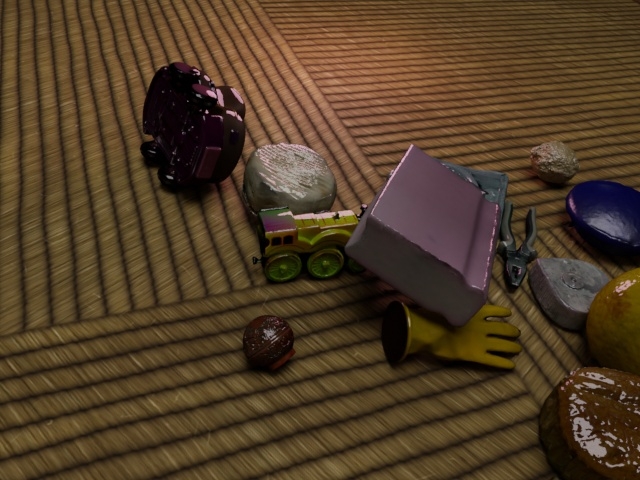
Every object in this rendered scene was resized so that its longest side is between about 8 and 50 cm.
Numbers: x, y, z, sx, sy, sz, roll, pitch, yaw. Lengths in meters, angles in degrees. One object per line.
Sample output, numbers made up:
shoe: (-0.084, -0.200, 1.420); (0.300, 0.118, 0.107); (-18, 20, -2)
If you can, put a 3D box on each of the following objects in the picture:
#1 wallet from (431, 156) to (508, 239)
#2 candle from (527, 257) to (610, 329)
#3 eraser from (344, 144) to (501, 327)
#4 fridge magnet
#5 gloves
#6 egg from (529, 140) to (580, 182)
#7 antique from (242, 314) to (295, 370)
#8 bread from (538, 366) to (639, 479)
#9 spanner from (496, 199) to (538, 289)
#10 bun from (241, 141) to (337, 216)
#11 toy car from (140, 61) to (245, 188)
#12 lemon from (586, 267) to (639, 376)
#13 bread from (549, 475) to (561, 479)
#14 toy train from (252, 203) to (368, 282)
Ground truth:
wallet: (0.356, -0.103, 1.489); (0.237, 0.075, 0.342); (16, 43, 11)
candle: (0.554, 0.106, 1.300); (0.168, 0.068, 0.192); (33, 44, 21)
eraser: (0.229, -0.025, 1.191); (0.272, 0.122, 0.359); (33, 36, -1)
fridge magnet: (0.762, -0.057, 1.479); (0.265, 0.113, 0.266); (4, 43, -4)
gloves: (0.281, 0.191, 1.158); (0.294, 0.116, 0.133); (6, 70, -17)
egg: (0.665, -0.224, 1.638); (0.140, 0.116, 0.118); (32, 19, 22)
antique: (-0.099, 0.188, 1.075); (0.103, 0.104, 0.104); (5, 43, -5)
bread: (0.521, 0.335, 1.000); (0.253, 0.143, 0.228); (18, 51, 7)
spanner: (0.486, 0.008, 1.414); (0.095, 0.040, 0.325); (17, 42, 9)
bun: (-0.079, -0.125, 1.384); (0.238, 0.141, 0.239); (10, 42, -9)
toy car: (-0.295, -0.285, 1.461); (0.240, 0.271, 0.341); (-1, 43, -42)
lemon: (0.661, 0.168, 1.113); (0.267, 0.267, 0.267); (5, 43, -5)
bread: (0.384, 0.419, 0.942); (0.108, 0.062, 0.043); (-23, 51, -34)
toy train: (0.000, 0.000, 1.251); (0.296, 0.161, 0.101); (-6, 38, -16)
